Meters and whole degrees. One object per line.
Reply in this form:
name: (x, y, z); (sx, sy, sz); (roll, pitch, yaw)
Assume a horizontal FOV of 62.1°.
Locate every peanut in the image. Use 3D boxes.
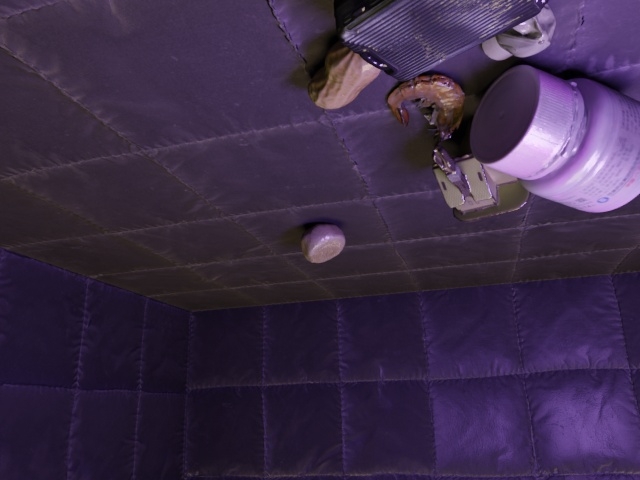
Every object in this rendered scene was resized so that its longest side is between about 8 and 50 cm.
peanut: (0.045, -0.319, 1.020); (0.098, 0.090, 0.214); (-6, 165, -29)

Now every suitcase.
suitcase: (0.182, -0.376, 0.797); (0.202, 0.128, 0.312); (16, 155, -43)

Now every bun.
bun: (0.000, 0.000, 1.955); (0.166, 0.114, 0.173); (11, 135, -48)

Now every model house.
model house: (0.358, -0.209, 1.280); (0.204, 0.219, 0.278); (-16, 144, 36)

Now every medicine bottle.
medicine bottle: (0.510, -0.214, 1.124); (0.324, 0.256, 0.256); (14, 158, -20)

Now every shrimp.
shrimp: (0.236, -0.290, 1.197); (0.173, 0.058, 0.253); (4, 161, 5)

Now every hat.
hat: (0.347, -0.366, 0.946); (0.122, 0.081, 0.166); (5, 171, -13)
